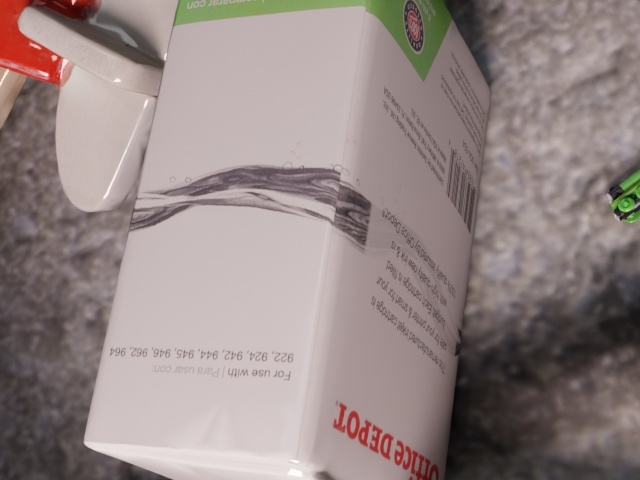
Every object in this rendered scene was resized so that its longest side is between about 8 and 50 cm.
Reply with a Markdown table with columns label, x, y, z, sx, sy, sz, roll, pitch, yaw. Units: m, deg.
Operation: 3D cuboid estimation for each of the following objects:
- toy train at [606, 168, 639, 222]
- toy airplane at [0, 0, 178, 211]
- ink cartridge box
| label | x | y | z | sx | sy | sz | roll | pitch | yaw |
| --- | --- | --- | --- | --- | --- | --- | --- | --- | --- |
| toy train | 0.195 | -0.041 | 0.622 | 0.083 | 0.017 | 0.023 | -37 | 50 | 6 |
| toy airplane | -0.228 | -0.182 | 0.753 | 0.386 | 0.272 | 0.384 | -20 | 100 | 5 |
| ink cartridge box | 0.000 | 0.000 | 0.582 | 0.115 | 0.198 | 0.272 | 1 | 69 | 24 |
